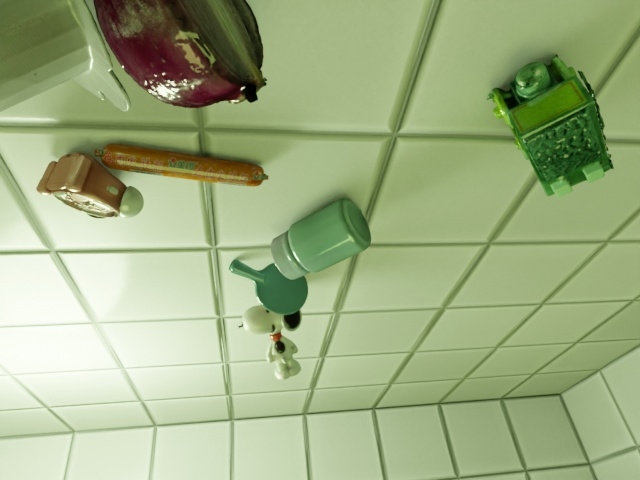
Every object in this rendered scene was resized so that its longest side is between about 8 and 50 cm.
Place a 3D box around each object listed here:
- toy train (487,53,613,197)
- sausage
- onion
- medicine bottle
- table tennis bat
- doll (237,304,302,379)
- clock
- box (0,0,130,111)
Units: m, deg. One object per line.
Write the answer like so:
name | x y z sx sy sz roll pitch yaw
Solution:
toy train | 0.446 -0.219 0.873 0.159 0.188 0.272 -26 142 25
sausage | -0.279 -0.154 0.938 0.348 0.053 0.053 6 142 -18
onion | -0.215 -0.325 0.575 0.159 0.267 0.348 -22 117 15
medicine bottle | 0.000 0.000 1.124 0.226 0.139 0.139 -27 140 23
table tennis bat | -0.147 0.119 1.278 0.237 0.149 0.038 25 159 -9
doll | -0.113 0.270 1.377 0.208 0.144 0.271 -36 107 -9
clock | -0.461 -0.105 0.929 0.166 0.092 0.162 -1 155 33
box | -0.417 -0.238 0.556 0.262 0.206 0.291 1 131 54
